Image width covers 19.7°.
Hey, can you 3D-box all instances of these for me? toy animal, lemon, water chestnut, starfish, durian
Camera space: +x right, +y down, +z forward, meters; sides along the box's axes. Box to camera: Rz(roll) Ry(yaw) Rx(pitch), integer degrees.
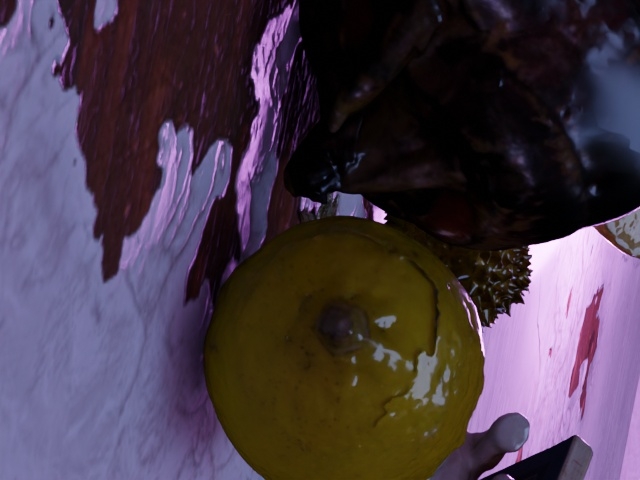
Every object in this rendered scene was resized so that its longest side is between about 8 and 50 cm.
[{"bbox_3d":[0.070,0.213,1.490,0.184,0.104,0.185,-65,-160,-14],"label":"toy animal"},{"bbox_3d":[0.017,0.074,1.136,0.193,0.180,0.180,18,83,-52],"label":"lemon"},{"bbox_3d":[0.099,-0.119,1.188,0.289,0.244,0.289,-173,-90,-72],"label":"water chestnut"},{"bbox_3d":[0.000,0.000,1.312,0.092,0.016,0.086,-62,159,-50],"label":"starfish"},{"bbox_3d":[0.109,0.004,1.477,0.158,0.137,0.168,-91,-170,-57],"label":"durian"}]

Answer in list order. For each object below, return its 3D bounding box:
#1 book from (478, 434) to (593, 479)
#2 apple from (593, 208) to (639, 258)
[{"bbox_3d":[0.099,0.270,1.485,0.269,0.025,0.191,-34,-162,49],"label":"book"},{"bbox_3d":[0.372,-0.148,2.052,0.309,0.252,0.314,-64,169,9],"label":"apple"}]
